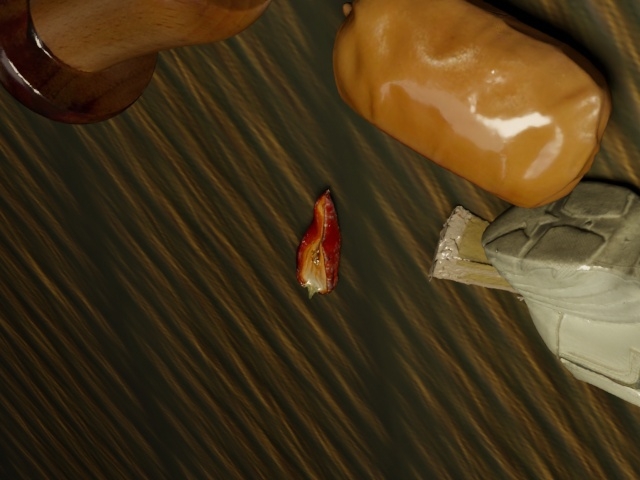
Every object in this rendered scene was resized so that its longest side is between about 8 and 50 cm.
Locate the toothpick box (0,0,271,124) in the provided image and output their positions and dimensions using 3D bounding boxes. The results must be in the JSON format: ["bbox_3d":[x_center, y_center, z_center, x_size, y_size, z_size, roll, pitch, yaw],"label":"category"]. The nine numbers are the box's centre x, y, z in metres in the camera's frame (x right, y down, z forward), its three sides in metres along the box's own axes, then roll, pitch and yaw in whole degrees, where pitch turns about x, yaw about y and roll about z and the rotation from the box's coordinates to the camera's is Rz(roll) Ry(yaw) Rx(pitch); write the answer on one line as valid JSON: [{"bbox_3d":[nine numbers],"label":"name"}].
[{"bbox_3d":[-0.175,-0.216,1.437,0.294,0.192,0.192,-16,118,47],"label":"toothpick box"}]

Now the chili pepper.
[{"bbox_3d":[0.000,0.000,1.655,0.045,0.027,0.178,24,145,16],"label":"chili pepper"}]

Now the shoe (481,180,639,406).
[{"bbox_3d":[0.309,0.068,1.343,0.342,0.132,0.210,11,142,43],"label":"shoe"}]

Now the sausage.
[{"bbox_3d":[0.116,-0.123,1.307,0.241,0.120,0.136,27,112,16],"label":"sausage"}]

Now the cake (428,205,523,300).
[{"bbox_3d":[0.165,0.016,1.509,0.121,0.065,0.052,15,145,-2],"label":"cake"}]
